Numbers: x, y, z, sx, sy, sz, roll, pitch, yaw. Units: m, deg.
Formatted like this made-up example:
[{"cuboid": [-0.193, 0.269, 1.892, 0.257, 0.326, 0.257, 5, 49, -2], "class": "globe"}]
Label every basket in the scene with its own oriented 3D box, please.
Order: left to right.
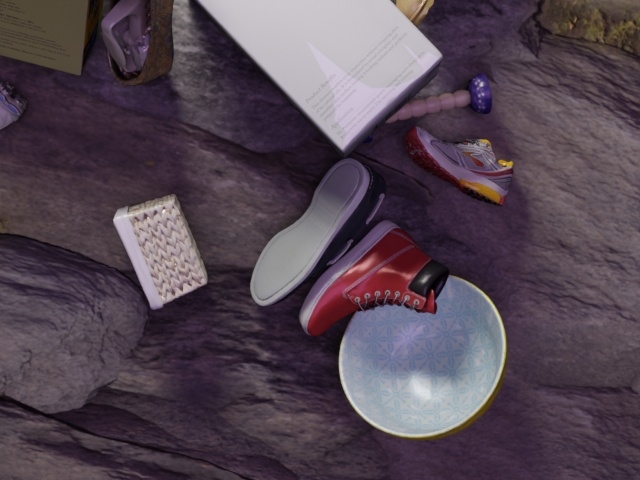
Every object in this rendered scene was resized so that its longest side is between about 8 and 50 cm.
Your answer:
[{"cuboid": [-0.262, 0.012, 1.442, 0.103, 0.113, 0.167, -22, 103, -4], "class": "basket"}]

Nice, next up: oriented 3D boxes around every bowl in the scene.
[{"cuboid": [0.193, 0.217, 1.496, 0.289, 0.289, 0.156, -38, 144, 2], "class": "bowl"}]

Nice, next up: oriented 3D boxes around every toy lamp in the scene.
[{"cuboid": [0.147, -0.217, 1.461, 0.275, 0.080, 0.080, -11, 102, -4], "class": "toy lamp"}]

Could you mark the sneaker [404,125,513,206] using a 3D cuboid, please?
[{"cuboid": [0.237, -0.142, 1.480, 0.225, 0.088, 0.092, 25, 90, -30], "class": "sneaker"}]

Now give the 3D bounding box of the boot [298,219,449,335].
[{"cuboid": [0.094, 0.102, 1.460, 0.244, 0.088, 0.176, -45, 60, -3], "class": "boot"}]

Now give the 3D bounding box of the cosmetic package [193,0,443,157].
[{"cuboid": [-0.021, -0.337, 1.341, 0.217, 0.156, 0.385, -42, 89, 3], "class": "cosmetic package"}]

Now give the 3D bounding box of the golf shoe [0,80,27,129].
[{"cuboid": [-0.557, -0.251, 1.382, 0.086, 0.069, 0.176, -38, 102, 8], "class": "golf shoe"}]

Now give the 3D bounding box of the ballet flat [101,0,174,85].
[{"cuboid": [-0.274, -0.360, 1.271, 0.123, 0.123, 0.348, 3, 145, -7], "class": "ballet flat"}]

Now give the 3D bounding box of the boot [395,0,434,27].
[{"cuboid": [0.071, -0.481, 1.375, 0.270, 0.089, 0.236, 24, 67, -12], "class": "boot"}]

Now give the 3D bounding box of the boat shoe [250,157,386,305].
[{"cuboid": [0.000, 0.000, 1.475, 0.302, 0.114, 0.091, -47, 142, 17], "class": "boat shoe"}]

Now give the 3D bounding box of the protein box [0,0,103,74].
[{"cuboid": [-0.429, -0.386, 1.286, 0.200, 0.136, 0.201, 13, 136, -9], "class": "protein box"}]
